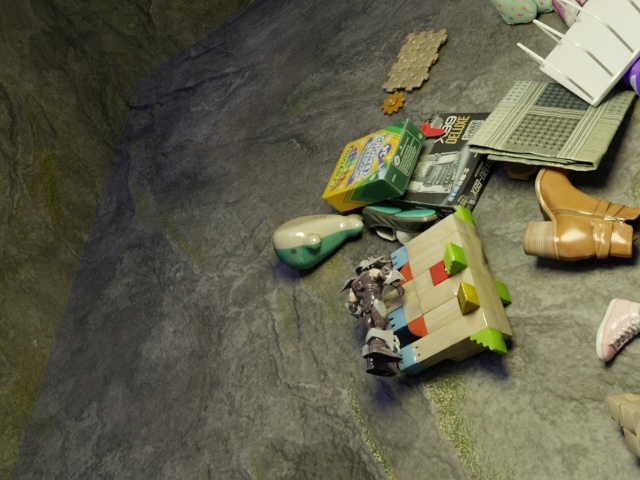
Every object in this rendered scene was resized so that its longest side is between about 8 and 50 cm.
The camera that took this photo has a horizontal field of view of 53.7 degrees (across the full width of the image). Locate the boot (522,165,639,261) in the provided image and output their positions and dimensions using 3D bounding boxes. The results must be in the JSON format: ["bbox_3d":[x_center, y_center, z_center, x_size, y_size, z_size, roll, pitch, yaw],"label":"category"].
[{"bbox_3d":[0.578,-0.075,1.372,0.220,0.109,0.283,2,48,35],"label":"boot"}]

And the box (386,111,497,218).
[{"bbox_3d":[0.347,-0.207,1.711,0.243,0.076,0.307,14,68,49],"label":"box"}]

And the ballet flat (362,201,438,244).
[{"bbox_3d":[0.215,-0.045,1.688,0.095,0.096,0.280,-15,16,-28],"label":"ballet flat"}]

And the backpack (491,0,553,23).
[{"bbox_3d":[0.603,-0.731,1.852,0.189,0.166,0.144,3,61,48],"label":"backpack"}]

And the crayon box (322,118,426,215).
[{"bbox_3d":[0.129,-0.197,1.769,0.323,0.083,0.203,-15,45,54],"label":"crayon box"}]

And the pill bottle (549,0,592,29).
[{"bbox_3d":[0.719,-0.594,1.626,0.169,0.169,0.301,-30,42,20],"label":"pill bottle"}]

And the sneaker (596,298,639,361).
[{"bbox_3d":[0.575,0.171,1.200,0.070,0.051,0.134,2,55,50],"label":"sneaker"}]

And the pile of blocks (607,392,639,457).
[{"bbox_3d":[0.648,0.311,0.994,0.362,0.149,0.112,-6,97,51],"label":"pile of blocks"}]

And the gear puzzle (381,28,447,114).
[{"bbox_3d":[0.301,-0.549,2.081,0.176,0.044,0.338,10,68,45],"label":"gear puzzle"}]

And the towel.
[{"bbox_3d":[0.550,-0.276,1.512,0.312,0.056,0.324,17,50,35],"label":"towel"}]

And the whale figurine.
[{"bbox_3d":[0.000,0.000,1.830,0.272,0.141,0.216,-13,14,8],"label":"whale figurine"}]

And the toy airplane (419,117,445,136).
[{"bbox_3d":[0.272,-0.284,1.764,0.151,0.028,0.151,-33,35,27],"label":"toy airplane"}]

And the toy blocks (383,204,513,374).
[{"bbox_3d":[0.262,0.133,1.444,0.261,0.191,0.381,-36,48,34],"label":"toy blocks"}]

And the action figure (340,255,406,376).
[{"bbox_3d":[0.123,0.158,1.441,0.185,0.099,0.284,122,151,-49],"label":"action figure"}]

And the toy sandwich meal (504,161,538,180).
[{"bbox_3d":[0.504,-0.180,1.586,0.086,0.029,0.085,-16,47,18],"label":"toy sandwich meal"}]

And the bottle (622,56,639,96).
[{"bbox_3d":[0.765,-0.362,1.426,0.092,0.118,0.282,-33,41,8],"label":"bottle"}]

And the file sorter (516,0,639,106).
[{"bbox_3d":[0.616,-0.490,1.431,0.277,0.173,0.192,-54,45,21],"label":"file sorter"}]
